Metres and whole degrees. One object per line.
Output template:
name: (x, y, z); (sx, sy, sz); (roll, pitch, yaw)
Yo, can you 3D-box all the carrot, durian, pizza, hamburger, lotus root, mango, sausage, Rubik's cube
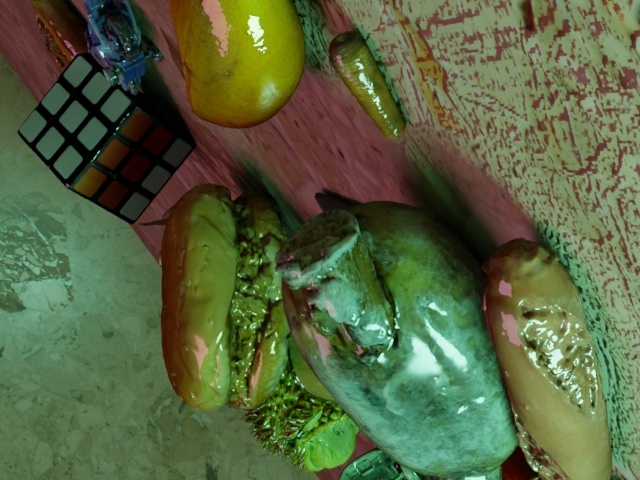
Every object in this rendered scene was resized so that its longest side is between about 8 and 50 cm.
carrot: (0.036, -0.118, 0.867); (0.032, 0.032, 0.093); (34, 162, 55)
durian: (-0.012, 0.233, 1.650); (0.176, 0.200, 0.237); (41, 170, 13)
pizza: (-0.403, -0.302, 1.869); (0.288, 0.074, 0.251); (34, 156, 52)
hamburger: (-0.130, 0.081, 1.503); (0.318, 0.158, 0.318); (-179, 90, -78)
lotus root: (0.085, 0.098, 0.986); (0.175, 0.175, 0.349); (36, 162, 53)
mango: (-0.069, -0.175, 0.936); (0.217, 0.102, 0.141); (98, 156, -70)
sausage: (0.184, 0.119, 0.894); (0.326, 0.079, 0.087); (65, -172, -48)
Rubik's cube: (-0.311, -0.149, 1.665); (0.162, 0.163, 0.160); (40, -177, 34)

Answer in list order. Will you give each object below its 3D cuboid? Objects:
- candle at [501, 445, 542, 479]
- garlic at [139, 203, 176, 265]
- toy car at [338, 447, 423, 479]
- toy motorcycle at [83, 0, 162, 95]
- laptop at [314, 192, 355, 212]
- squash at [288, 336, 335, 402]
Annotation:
candle: (0.208, 0.226, 1.162); (0.302, 0.084, 0.059); (-147, 53, -74)
garlic: (-0.221, -0.017, 1.874); (0.198, 0.129, 0.090); (91, 156, -76)
toy car: (0.151, 0.472, 1.931); (0.306, 0.136, 0.125); (55, -171, -8)
toy motorcycle: (-0.268, -0.261, 1.490); (0.114, 0.076, 0.205); (58, 168, 5)
laptop: (0.091, 0.043, 1.162); (0.187, 0.015, 0.269); (57, 167, -22)
squash: (0.058, 0.166, 1.391); (0.137, 0.137, 0.287); (58, 165, -25)
